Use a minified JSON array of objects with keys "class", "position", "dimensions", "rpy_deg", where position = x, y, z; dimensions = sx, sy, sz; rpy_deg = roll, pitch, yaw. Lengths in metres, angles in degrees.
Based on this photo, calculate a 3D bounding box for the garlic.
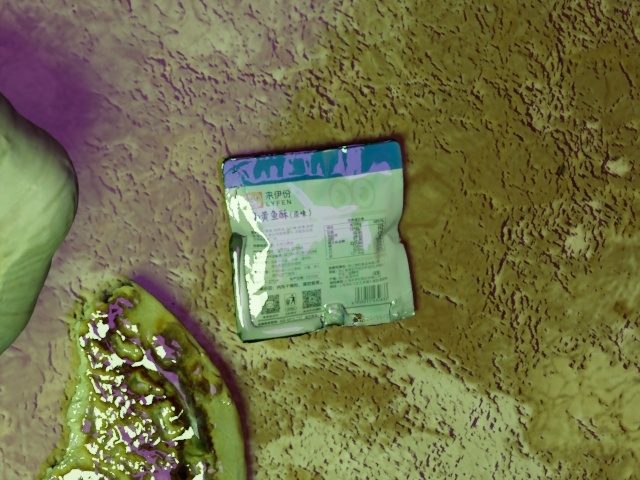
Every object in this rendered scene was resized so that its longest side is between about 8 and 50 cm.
[{"class":"garlic","position":[-0.355,-0.001,1.494],"dimensions":[0.317,0.259,0.317],"rpy_deg":[-19,121,-34]}]

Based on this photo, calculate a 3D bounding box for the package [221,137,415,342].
[{"class":"package","position":[0.000,0.000,1.712],"dimensions":[0.171,0.027,0.173],"rpy_deg":[-7,97,-12]}]

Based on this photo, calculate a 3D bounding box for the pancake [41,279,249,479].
[{"class":"pancake","position":[-0.182,0.197,1.676],"dimensions":[0.244,0.057,0.266],"rpy_deg":[-36,100,-1]}]
